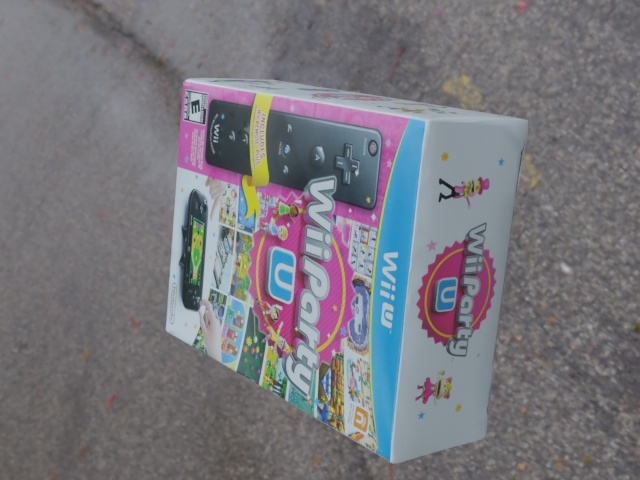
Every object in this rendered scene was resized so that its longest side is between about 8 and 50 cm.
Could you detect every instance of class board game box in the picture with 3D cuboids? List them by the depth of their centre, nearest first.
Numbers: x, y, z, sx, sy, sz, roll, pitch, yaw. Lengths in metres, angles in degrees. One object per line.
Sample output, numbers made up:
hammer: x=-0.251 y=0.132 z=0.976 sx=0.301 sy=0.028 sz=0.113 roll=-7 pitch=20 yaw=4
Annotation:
board game box: x=0.000 y=0.000 z=0.716 sx=0.303 sy=0.097 sz=0.224 roll=18 pitch=107 yaw=50
